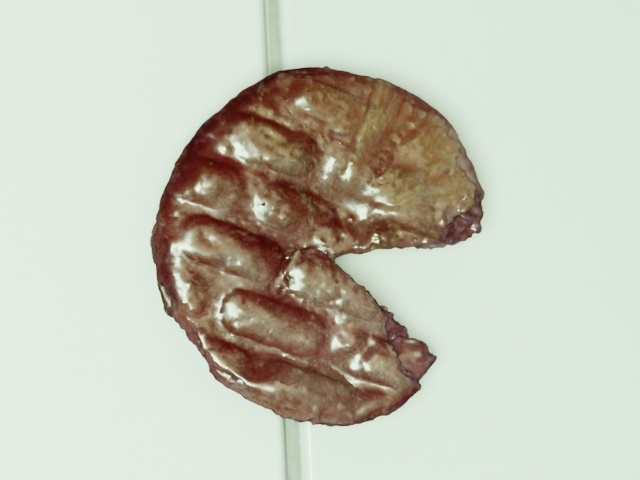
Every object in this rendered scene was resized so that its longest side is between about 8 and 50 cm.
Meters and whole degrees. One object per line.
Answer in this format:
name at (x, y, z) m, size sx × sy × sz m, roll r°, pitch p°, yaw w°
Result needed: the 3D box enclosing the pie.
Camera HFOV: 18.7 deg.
pie at (0.000, 0.000, 1.200) m, size 0.204 × 0.054 × 0.218 m, roll 35°, pitch 77°, yaw -10°
